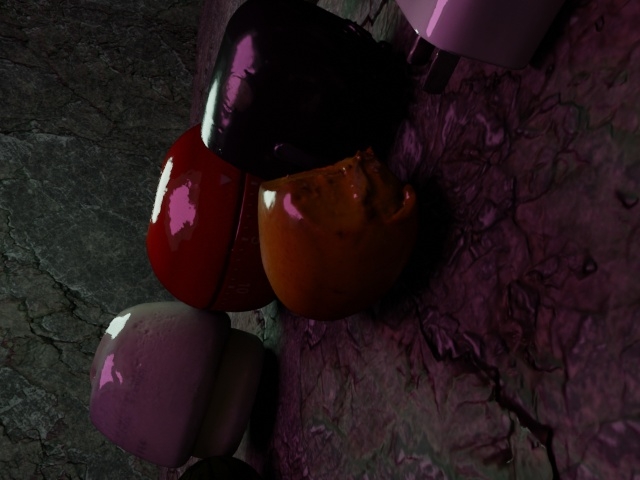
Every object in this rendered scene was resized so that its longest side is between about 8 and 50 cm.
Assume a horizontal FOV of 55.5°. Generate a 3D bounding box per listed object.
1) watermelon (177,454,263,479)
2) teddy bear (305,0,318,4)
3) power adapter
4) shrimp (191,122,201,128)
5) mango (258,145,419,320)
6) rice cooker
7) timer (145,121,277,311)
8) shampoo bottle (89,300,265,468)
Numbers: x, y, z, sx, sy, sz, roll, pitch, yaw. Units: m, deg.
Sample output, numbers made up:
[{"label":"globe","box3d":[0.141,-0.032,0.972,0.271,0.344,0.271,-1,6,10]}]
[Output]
[{"label":"watermelon","box3d":[-0.177,0.496,1.083,0.188,0.188,0.214,-54,50,53]},{"label":"teddy bear","box3d":[0.000,-0.530,0.969,0.267,0.156,0.256,39,-122,-71]},{"label":"power adapter","box3d":[0.147,-0.262,0.563,0.187,0.124,0.255,-101,28,-45]},{"label":"shrimp","box3d":[-0.242,-0.180,1.601,0.221,0.166,0.410,9,106,38]},{"label":"mango","box3d":[0.000,0.000,0.787,0.199,0.201,0.350,-63,4,-21]},{"label":"rice cooker","box3d":[-0.030,-0.211,0.860,0.224,0.267,0.267,-63,26,24]},{"label":"timer","box3d":[-0.185,-0.050,1.187,0.378,0.279,0.377,-170,90,-73]},{"label":"shampoo bottle","box3d":[-0.288,0.283,1.223,0.322,0.318,0.322,-165,90,-82]}]
